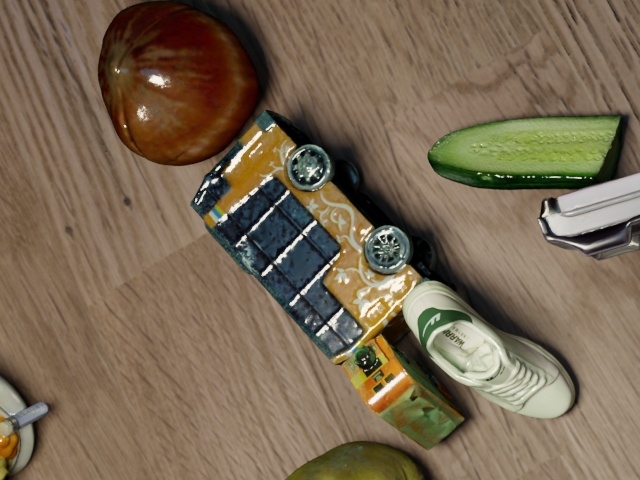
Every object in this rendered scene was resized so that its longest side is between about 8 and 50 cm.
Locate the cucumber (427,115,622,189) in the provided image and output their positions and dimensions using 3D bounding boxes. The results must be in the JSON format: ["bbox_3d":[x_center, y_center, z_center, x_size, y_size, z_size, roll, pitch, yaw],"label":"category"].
[{"bbox_3d":[0.262,-0.104,1.844,0.244,0.063,0.115,3,48,21],"label":"cucumber"}]

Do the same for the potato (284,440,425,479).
[{"bbox_3d":[0.023,0.349,1.785,0.169,0.248,0.143,14,129,41],"label":"potato"}]

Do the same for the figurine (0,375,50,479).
[{"bbox_3d":[-0.542,0.348,1.939,0.225,0.205,0.381,22,69,2],"label":"figurine"}]

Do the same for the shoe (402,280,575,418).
[{"bbox_3d":[0.211,0.156,1.737,0.265,0.110,0.095,35,104,-16],"label":"shoe"}]

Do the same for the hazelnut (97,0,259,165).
[{"bbox_3d":[-0.206,-0.221,1.940,0.229,0.229,0.229,-3,81,18],"label":"hazelnut"}]

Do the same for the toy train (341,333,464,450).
[{"bbox_3d":[0.103,0.191,1.787,0.072,0.188,0.099,-39,49,10],"label":"toy train"}]

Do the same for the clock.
[{"bbox_3d":[0.392,-0.037,1.732,0.253,0.186,0.083,-17,82,15],"label":"clock"}]

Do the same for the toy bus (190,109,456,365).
[{"bbox_3d":[0.000,0.000,1.867,0.194,0.162,0.323,-46,73,9],"label":"toy bus"}]
